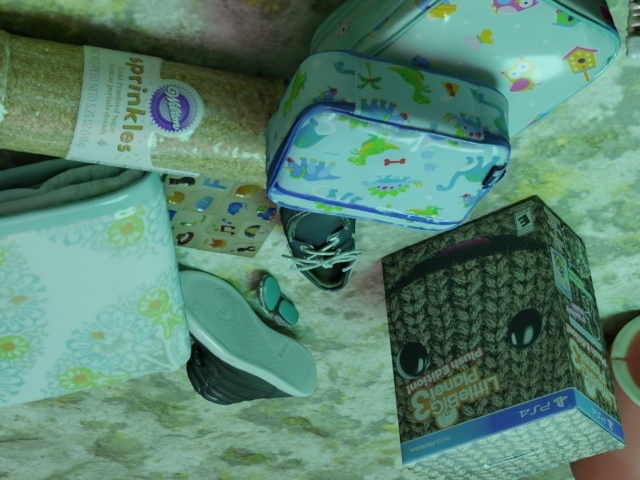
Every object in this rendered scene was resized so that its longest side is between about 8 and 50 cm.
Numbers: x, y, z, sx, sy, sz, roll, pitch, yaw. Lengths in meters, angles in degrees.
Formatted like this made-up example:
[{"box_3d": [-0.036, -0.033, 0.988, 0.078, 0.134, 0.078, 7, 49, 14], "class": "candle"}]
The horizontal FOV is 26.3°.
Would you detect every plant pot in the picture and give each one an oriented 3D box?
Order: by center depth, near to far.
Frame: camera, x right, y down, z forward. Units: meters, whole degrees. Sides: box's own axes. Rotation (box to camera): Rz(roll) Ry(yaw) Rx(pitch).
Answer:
[{"box_3d": [0.499, 0.243, 1.944, 0.275, 0.275, 0.243, -5, 137, 0], "class": "plant pot"}]

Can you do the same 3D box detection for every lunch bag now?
[{"box_3d": [0.062, -0.087, 1.315, 0.219, 0.090, 0.176, 11, 146, -18], "class": "lunch bag"}, {"box_3d": [0.135, -0.194, 1.335, 0.224, 0.108, 0.279, 24, 137, -32], "class": "lunch bag"}]

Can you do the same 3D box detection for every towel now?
[{"box_3d": [-0.351, 0.059, 1.589, 0.374, 0.090, 0.320, -11, 136, -8], "class": "towel"}]

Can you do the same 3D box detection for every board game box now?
[{"box_3d": [0.217, 0.134, 1.684, 0.232, 0.291, 0.141, -24, 143, 26], "class": "board game box"}]

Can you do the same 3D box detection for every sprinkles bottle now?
[{"box_3d": [-0.165, -0.126, 1.390, 0.355, 0.121, 0.121, 7, 145, -17], "class": "sprinkles bottle"}]

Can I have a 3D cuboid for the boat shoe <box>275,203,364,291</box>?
[{"box_3d": [0.000, 0.000, 1.588, 0.095, 0.079, 0.254, -8, 164, -2], "class": "boat shoe"}]

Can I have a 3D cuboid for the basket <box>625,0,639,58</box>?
[{"box_3d": [0.339, -0.223, 1.246, 0.113, 0.103, 0.167, -3, -172, 19], "class": "basket"}]

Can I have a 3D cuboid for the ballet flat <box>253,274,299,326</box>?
[{"box_3d": [-0.067, 0.080, 1.801, 0.041, 0.041, 0.114, -15, 145, 15], "class": "ballet flat"}]

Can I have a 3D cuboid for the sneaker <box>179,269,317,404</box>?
[{"box_3d": [-0.145, 0.143, 1.828, 0.147, 0.104, 0.296, -17, 141, 31], "class": "sneaker"}]

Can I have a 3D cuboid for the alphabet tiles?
[{"box_3d": [-0.094, -0.050, 1.621, 0.198, 0.009, 0.237, 9, 145, -21], "class": "alphabet tiles"}]
